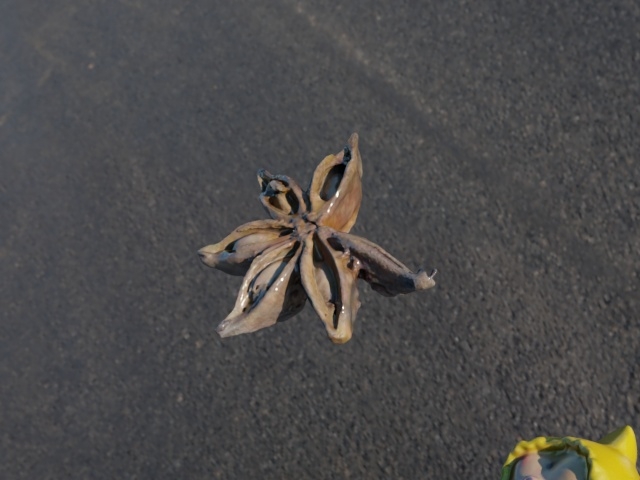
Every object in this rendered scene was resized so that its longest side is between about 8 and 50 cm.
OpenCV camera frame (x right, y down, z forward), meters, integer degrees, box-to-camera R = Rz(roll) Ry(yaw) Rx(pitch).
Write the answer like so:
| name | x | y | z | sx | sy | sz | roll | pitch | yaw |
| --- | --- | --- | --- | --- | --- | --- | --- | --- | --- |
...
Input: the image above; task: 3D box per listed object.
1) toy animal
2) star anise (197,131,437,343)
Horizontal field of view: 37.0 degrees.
| name | x | y | z | sx | sy | sz | roll | pitch | yaw |
| --- | --- | --- | --- | --- | --- | --- | --- | --- | --- |
| toy animal | 0.212 | 0.278 | 0.887 | 0.230 | 0.156 | 0.156 | -51 | 19 | 38 |
| star anise | -0.014 | 0.009 | 0.774 | 0.171 | 0.063 | 0.208 | -27 | 47 | 2 |
